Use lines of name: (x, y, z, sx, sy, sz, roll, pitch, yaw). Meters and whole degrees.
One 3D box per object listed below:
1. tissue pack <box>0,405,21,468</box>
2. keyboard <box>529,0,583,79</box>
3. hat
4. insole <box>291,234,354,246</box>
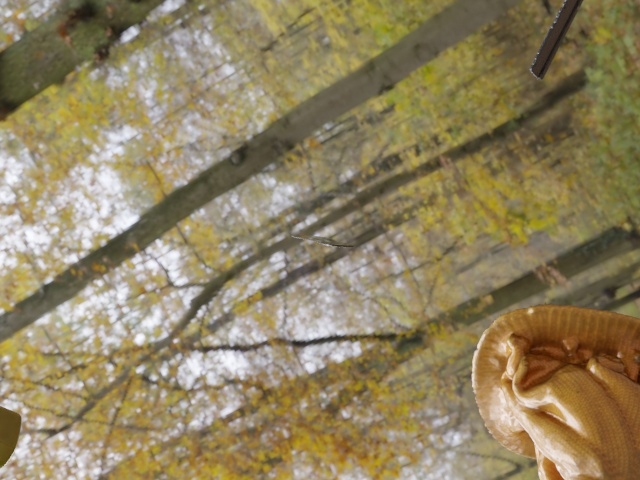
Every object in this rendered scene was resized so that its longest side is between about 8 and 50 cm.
tissue pack: (-0.638, 0.362, 1.552, 0.123, 0.178, 0.127, 36, -123, -43)
keyboard: (0.443, -0.396, 1.590, 0.018, 0.195, 0.060, 30, -173, 31)
hat: (0.283, 0.210, 0.876, 0.244, 0.233, 0.233, 53, -162, -16)
insole: (0.000, 0.000, 1.732, 0.253, 0.086, 0.005, -165, 79, -72)
